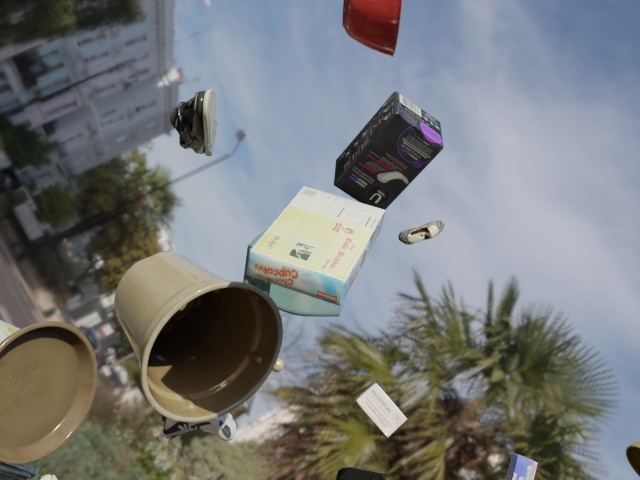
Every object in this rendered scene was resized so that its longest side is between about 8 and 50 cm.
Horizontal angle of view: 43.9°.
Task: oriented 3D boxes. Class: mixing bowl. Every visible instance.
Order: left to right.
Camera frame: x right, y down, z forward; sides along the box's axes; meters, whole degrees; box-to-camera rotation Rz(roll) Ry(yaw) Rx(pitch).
[{"bbox_3d":[0.091,-0.428,1.446,0.181,0.098,0.182,-177,-90,-89],"label":"mixing bowl"}]

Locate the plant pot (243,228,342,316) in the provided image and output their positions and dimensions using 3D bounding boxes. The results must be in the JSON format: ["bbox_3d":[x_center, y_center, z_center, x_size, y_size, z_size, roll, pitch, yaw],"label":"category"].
[{"bbox_3d":[-0.091,0.090,2.420,0.248,0.252,0.247,26,-68,46],"label":"plant pot"}]

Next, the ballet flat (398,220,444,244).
[{"bbox_3d":[0.233,-0.014,1.786,0.041,0.114,0.041,164,-90,-77],"label":"ballet flat"}]

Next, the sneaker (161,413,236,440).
[{"bbox_3d":[-0.334,0.486,2.087,0.235,0.153,0.094,35,8,23],"label":"sneaker"}]

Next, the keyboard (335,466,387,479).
[{"bbox_3d":[0.098,0.670,1.759,0.201,0.317,0.033,4,-26,25],"label":"keyboard"}]

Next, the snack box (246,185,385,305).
[{"bbox_3d":[0.000,0.000,1.561,0.187,0.322,0.060,17,-60,10],"label":"snack box"}]

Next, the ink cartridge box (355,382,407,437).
[{"bbox_3d":[0.132,0.372,1.747,0.104,0.061,0.181,48,-6,9],"label":"ink cartridge box"}]

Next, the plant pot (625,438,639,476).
[{"bbox_3d":[0.739,0.464,1.698,0.134,0.095,0.134,47,-18,21],"label":"plant pot"}]

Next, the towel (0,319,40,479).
[{"bbox_3d":[-0.752,0.335,1.757,0.320,0.090,0.375,44,31,-48],"label":"towel"}]

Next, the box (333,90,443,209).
[{"bbox_3d":[0.179,-0.231,2.115,0.165,0.270,0.143,33,30,-17],"label":"box"}]

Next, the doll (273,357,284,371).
[{"bbox_3d":[-0.154,0.274,2.046,0.189,0.046,0.129,57,-15,-28],"label":"doll"}]

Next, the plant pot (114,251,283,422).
[{"bbox_3d":[-0.303,0.182,1.783,0.305,0.333,0.334,35,-30,48],"label":"plant pot"}]

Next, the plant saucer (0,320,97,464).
[{"bbox_3d":[-0.548,0.287,1.517,0.041,0.278,0.278,13,-45,34],"label":"plant saucer"}]

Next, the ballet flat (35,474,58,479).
[{"bbox_3d":[-0.588,0.543,1.692,0.247,0.083,0.087,139,-59,-62],"label":"ballet flat"}]

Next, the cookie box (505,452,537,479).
[{"bbox_3d":[0.367,0.446,1.470,0.040,0.092,0.107,16,-9,12],"label":"cookie box"}]

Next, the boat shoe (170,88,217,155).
[{"bbox_3d":[-0.323,-0.300,2.013,0.340,0.113,0.127,140,-41,-82],"label":"boat shoe"}]
